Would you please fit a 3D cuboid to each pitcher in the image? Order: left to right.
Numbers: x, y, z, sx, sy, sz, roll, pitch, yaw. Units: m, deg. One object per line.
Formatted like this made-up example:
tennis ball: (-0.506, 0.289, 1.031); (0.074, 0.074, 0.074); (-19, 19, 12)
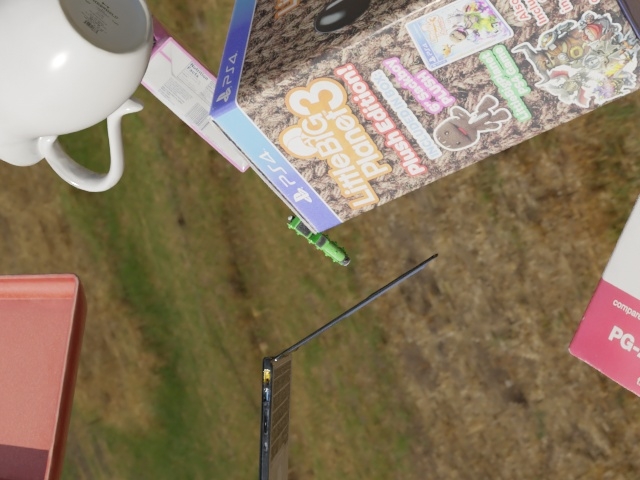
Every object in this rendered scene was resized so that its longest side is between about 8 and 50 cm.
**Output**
pitcher: (-0.206, -0.125, 0.891); (0.178, 0.125, 0.207); (35, 140, -24)

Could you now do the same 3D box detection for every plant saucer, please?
plant saucer: (-0.372, 0.170, 1.278); (0.259, 0.048, 0.258); (-2, 75, 37)

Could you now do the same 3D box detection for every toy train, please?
toy train: (0.000, 0.000, 1.048); (0.083, 0.017, 0.024); (37, 180, -35)

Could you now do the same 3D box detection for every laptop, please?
laptop: (0.043, 0.228, 1.625); (0.382, 0.236, 0.408); (54, -142, -85)

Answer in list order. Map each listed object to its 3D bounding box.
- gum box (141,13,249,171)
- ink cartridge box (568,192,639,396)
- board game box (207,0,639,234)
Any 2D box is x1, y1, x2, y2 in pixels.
gum box: (-0.146, -0.174, 1.266); (0.188, 0.062, 0.107); (42, -174, -31)
ink cartridge box: (0.287, -0.006, 0.692); (0.100, 0.172, 0.237); (35, 108, 45)
board game box: (0.082, -0.177, 0.838); (0.291, 0.232, 0.141); (-24, 128, 26)
